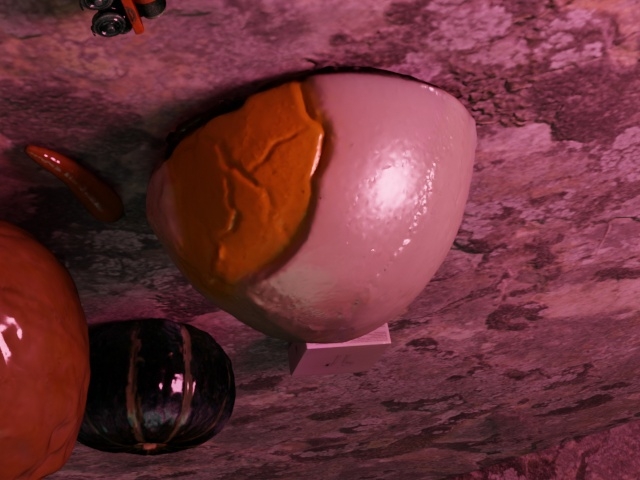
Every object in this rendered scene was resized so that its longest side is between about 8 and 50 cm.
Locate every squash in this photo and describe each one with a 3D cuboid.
[{"bbox_3d":[-0.243,0.212,1.230,0.252,0.165,0.252,-5,157,-2],"label":"squash"}]

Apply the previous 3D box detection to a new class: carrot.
[{"bbox_3d":[-0.233,-0.055,0.848,0.035,0.035,0.142,-17,145,17],"label":"carrot"}]

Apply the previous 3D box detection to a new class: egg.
[{"bbox_3d":[0.000,0.000,0.843,0.336,0.201,0.337,-6,156,-3],"label":"egg"}]

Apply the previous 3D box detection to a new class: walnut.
[{"bbox_3d":[-0.407,0.127,0.840,0.353,0.308,0.398,-6,147,-33],"label":"walnut"}]

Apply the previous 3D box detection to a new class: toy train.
[{"bbox_3d":[-0.140,-0.185,0.605,0.064,0.044,0.103,-18,154,-4],"label":"toy train"}]

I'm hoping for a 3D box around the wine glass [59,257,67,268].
[{"bbox_3d":[-0.333,0.039,0.997,0.083,0.039,0.042,-2,112,-17],"label":"wine glass"}]

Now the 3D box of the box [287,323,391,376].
[{"bbox_3d":[0.026,0.162,1.336,0.130,0.051,0.129,-1,153,-14],"label":"box"}]
